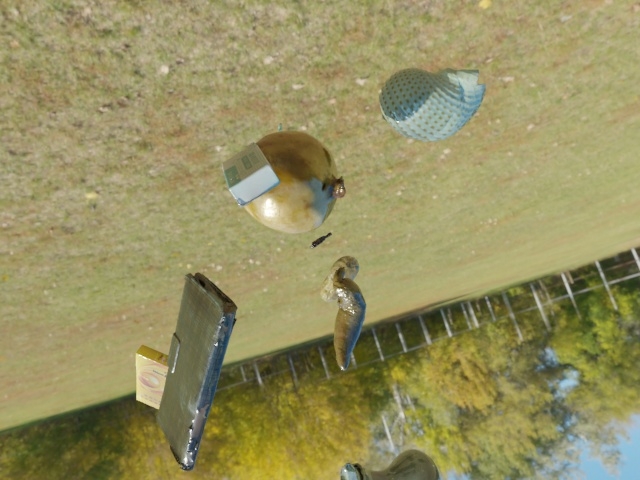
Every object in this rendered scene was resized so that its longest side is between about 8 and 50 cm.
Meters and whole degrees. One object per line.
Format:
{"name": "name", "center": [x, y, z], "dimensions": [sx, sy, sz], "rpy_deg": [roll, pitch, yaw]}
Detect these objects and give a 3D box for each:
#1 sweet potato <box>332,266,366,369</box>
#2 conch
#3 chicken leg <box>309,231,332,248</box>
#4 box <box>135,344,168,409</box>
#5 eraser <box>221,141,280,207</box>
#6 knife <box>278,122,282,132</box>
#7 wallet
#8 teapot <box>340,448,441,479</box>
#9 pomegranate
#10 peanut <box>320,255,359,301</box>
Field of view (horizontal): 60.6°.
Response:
{"name": "sweet potato", "center": [0.087, 0.231, 1.682], "dimensions": [0.098, 0.309, 0.124], "rpy_deg": [8, -169, 33]}
{"name": "conch", "center": [0.354, -0.421, 1.750], "dimensions": [0.319, 0.215, 0.303], "rpy_deg": [9, 175, 39]}
{"name": "chicken leg", "center": [-0.002, 0.001, 1.675], "dimensions": [0.083, 0.021, 0.036], "rpy_deg": [-33, 173, -28]}
{"name": "box", "center": [-0.465, 0.417, 1.606], "dimensions": [0.153, 0.043, 0.269], "rpy_deg": [22, 133, 2]}
{"name": "eraser", "center": [-0.151, -0.143, 1.152], "dimensions": [0.096, 0.052, 0.225], "rpy_deg": [-33, -156, 0]}
{"name": "knife", "center": [-0.164, -0.320, 2.190], "dimensions": [0.020, 0.292, 0.043], "rpy_deg": [-2, -162, -16]}
{"name": "wallet", "center": [-0.229, 0.231, 0.992], "dimensions": [0.044, 0.316, 0.169], "rpy_deg": [6, -164, -36]}
{"name": "teapot", "center": [0.185, 0.643, 1.440], "dimensions": [0.251, 0.183, 0.183], "rpy_deg": [11, 158, -21]}
{"name": "pomegranate", "center": [-0.091, -0.160, 1.497], "dimensions": [0.308, 0.307, 0.307], "rpy_deg": [-17, 169, -3]}
{"name": "peanut", "center": [0.062, 0.137, 1.928], "dimensions": [0.100, 0.099, 0.214], "rpy_deg": [-9, 146, -38]}
